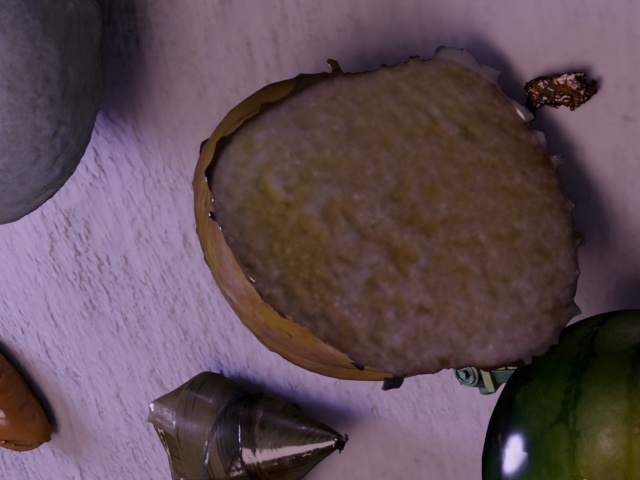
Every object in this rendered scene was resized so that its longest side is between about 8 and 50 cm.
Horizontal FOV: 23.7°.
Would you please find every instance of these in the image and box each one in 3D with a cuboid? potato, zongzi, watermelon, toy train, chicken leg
[{"bbox_3d":[0.029,0.004,1.233,0.237,0.300,0.289,134,121,-64],"label":"potato"},{"bbox_3d":[-0.051,0.260,1.576,0.242,0.112,0.221,11,123,36],"label":"zongzi"},{"bbox_3d":[0.243,0.173,1.160,0.242,0.242,0.242,23,131,29],"label":"watermelon"},{"bbox_3d":[0.145,0.077,1.325,0.081,0.050,0.122,-8,110,37],"label":"toy train"},{"bbox_3d":[0.178,-0.113,1.181,0.083,0.021,0.036,-18,119,47],"label":"chicken leg"}]

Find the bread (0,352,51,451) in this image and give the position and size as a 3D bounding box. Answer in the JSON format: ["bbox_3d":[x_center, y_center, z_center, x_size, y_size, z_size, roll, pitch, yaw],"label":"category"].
[{"bbox_3d":[-0.411,0.189,1.881,0.189,0.077,0.114,47,134,10],"label":"bread"}]

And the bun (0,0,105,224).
[{"bbox_3d":[-0.340,-0.195,1.448,0.361,0.211,0.362,20,126,30],"label":"bun"}]

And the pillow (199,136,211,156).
[{"bbox_3d":[-0.002,-0.001,1.414,0.189,0.034,0.256,-11,111,47],"label":"pillow"}]
